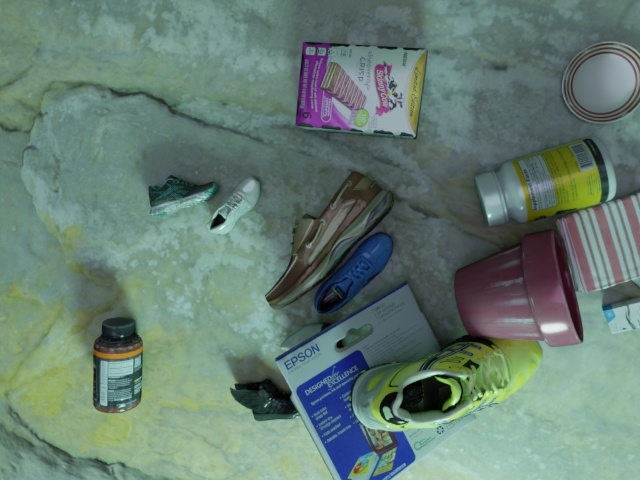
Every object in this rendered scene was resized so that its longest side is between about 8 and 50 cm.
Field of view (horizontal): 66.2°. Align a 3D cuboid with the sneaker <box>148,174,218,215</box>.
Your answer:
[{"bbox_3d":[-0.300,-0.106,1.047,0.166,0.065,0.076,-16,90,12],"label":"sneaker"}]

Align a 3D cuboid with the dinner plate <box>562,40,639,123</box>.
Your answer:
[{"bbox_3d":[0.503,-0.279,0.872,0.141,0.017,0.141,2,99,11],"label":"dinner plate"}]

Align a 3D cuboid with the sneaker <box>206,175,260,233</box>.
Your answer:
[{"bbox_3d":[-0.180,-0.069,1.026,0.053,0.061,0.152,41,102,6],"label":"sneaker"}]

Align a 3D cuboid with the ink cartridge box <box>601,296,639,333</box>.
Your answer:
[{"bbox_3d":[0.569,0.135,0.899,0.083,0.028,0.048,-22,93,27],"label":"ink cartridge box"}]

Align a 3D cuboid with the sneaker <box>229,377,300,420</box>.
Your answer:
[{"bbox_3d":[-0.106,0.342,1.070,0.170,0.051,0.089,-14,99,17],"label":"sneaker"}]

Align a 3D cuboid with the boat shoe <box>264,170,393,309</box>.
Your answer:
[{"bbox_3d":[0.000,0.000,0.974,0.116,0.123,0.324,45,95,7],"label":"boat shoe"}]

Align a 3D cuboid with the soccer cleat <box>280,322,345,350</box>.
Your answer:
[{"bbox_3d":[0.019,0.334,1.021,0.143,0.116,0.332,-19,88,24],"label":"soccer cleat"}]

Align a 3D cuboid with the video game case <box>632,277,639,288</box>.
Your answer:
[{"bbox_3d":[0.605,-0.001,0.887,0.143,0.019,0.157,44,104,4],"label":"video game case"}]

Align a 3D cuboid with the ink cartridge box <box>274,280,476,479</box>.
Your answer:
[{"bbox_3d":[0.106,0.282,0.936,0.303,0.072,0.307,-27,88,-18],"label":"ink cartridge box"}]

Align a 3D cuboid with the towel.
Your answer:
[{"bbox_3d":[0.528,-0.002,0.867,0.196,0.029,0.144,-18,94,0],"label":"towel"}]

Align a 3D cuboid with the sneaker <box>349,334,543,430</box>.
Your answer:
[{"bbox_3d":[0.250,0.258,0.871,0.384,0.147,0.145,-15,87,-18],"label":"sneaker"}]

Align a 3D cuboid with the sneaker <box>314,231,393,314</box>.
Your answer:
[{"bbox_3d":[0.067,0.072,0.979,0.069,0.082,0.209,44,103,-1],"label":"sneaker"}]

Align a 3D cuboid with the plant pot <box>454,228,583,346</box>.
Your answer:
[{"bbox_3d":[0.347,0.096,0.876,0.180,0.201,0.202,-16,94,29],"label":"plant pot"}]

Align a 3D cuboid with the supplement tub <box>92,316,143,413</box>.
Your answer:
[{"bbox_3d":[-0.457,0.278,1.110,0.105,0.106,0.198,6,98,11],"label":"supplement tub"}]

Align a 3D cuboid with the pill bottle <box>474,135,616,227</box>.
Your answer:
[{"bbox_3d":[0.389,-0.098,0.869,0.208,0.119,0.119,-16,94,14],"label":"pill bottle"}]

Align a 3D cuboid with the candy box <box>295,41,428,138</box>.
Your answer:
[{"bbox_3d":[0.077,-0.283,0.935,0.233,0.071,0.159,7,98,11],"label":"candy box"}]
